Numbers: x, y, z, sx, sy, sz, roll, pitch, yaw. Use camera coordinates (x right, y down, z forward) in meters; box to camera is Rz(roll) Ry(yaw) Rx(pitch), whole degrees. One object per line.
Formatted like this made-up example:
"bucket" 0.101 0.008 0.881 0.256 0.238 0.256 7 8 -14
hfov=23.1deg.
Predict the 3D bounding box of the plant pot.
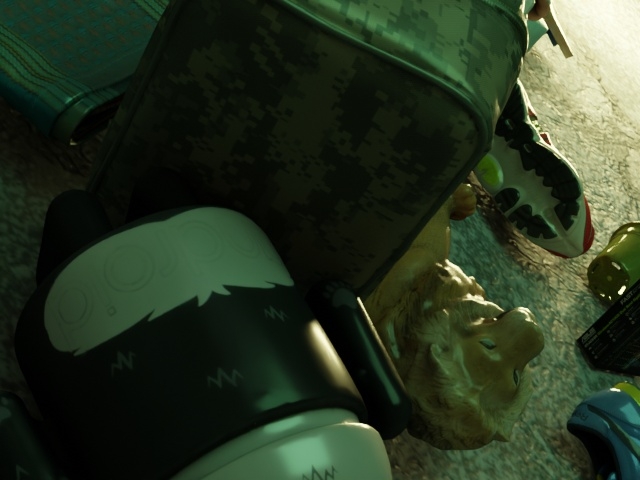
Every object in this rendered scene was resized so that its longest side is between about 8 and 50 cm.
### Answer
"plant pot" 0.323 0.029 1.662 0.079 0.083 0.083 -23 71 -49

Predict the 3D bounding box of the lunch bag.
"lunch bag" 0.001 -0.122 1.031 0.213 0.305 0.256 28 51 -5

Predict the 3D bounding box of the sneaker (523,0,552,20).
"sneaker" 0.171 -0.262 1.664 0.232 0.090 0.115 -17 80 -37

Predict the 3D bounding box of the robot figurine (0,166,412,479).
"robot figurine" -0.074 0.094 0.918 0.278 0.209 0.173 59 9 25

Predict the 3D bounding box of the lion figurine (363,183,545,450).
"lion figurine" 0.000 0.000 1.216 0.392 0.142 0.240 30 36 0

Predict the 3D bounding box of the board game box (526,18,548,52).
"board game box" 0.088 -0.360 1.822 0.336 0.079 0.253 27 30 -30

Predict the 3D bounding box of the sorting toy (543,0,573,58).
"sorting toy" 0.270 -0.311 2.023 0.274 0.046 0.132 38 31 -65

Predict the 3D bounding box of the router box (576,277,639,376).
"router box" 0.324 0.079 1.536 0.092 0.122 0.038 15 36 -45

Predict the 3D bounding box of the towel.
"towel" -0.235 -0.245 1.180 0.370 0.040 0.271 43 43 7

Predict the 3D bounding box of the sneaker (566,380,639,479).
"sneaker" 0.287 0.228 1.366 0.082 0.069 0.209 -29 85 -28

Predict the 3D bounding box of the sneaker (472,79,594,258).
"sneaker" 0.199 -0.089 1.648 0.118 0.107 0.279 41 22 -57
